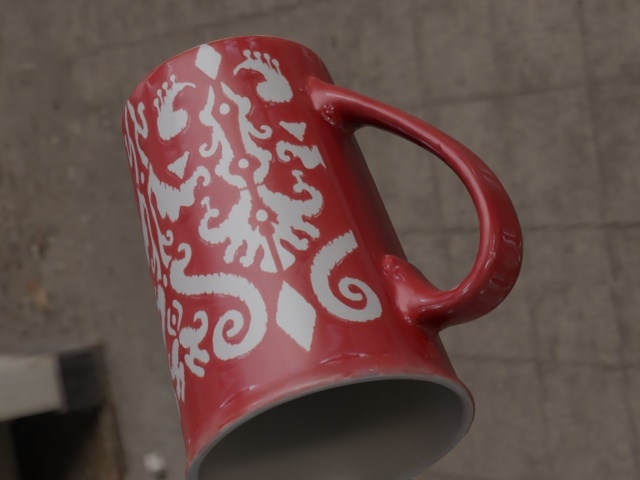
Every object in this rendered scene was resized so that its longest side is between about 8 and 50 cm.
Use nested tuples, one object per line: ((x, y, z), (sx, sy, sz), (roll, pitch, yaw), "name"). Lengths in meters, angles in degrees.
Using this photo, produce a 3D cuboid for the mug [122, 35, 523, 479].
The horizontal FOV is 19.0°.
((0.000, 0.005, 0.765), (0.113, 0.150, 0.169), (71, 180, -59), "mug")
